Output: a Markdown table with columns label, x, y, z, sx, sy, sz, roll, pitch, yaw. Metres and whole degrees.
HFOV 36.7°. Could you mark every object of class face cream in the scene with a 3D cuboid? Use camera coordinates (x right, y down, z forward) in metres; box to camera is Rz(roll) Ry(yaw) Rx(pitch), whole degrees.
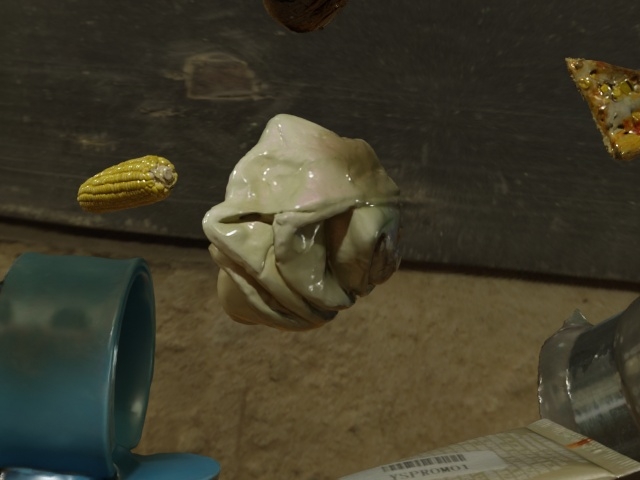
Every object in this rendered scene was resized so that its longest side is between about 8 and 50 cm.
| label | x | y | z | sx | sy | sz | roll | pitch | yaw |
| --- | --- | --- | --- | --- | --- | --- | --- | --- | --- |
| face cream | 0.044 | 0.198 | 0.677 | 0.341 | 0.137 | 0.084 | -18 | 97 | -14 |

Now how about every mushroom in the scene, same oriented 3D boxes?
| label | x | y | z | sx | sy | sz | roll | pitch | yaw |
| --- | --- | --- | --- | --- | --- | --- | --- | --- | --- |
| mushroom | -0.008 | -0.245 | 0.843 | 0.085 | 0.109 | 0.126 | 0 | 139 | 10 |

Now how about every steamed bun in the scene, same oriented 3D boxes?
| label | x | y | z | sx | sy | sz | roll | pitch | yaw |
| --- | --- | --- | --- | --- | --- | --- | --- | --- | --- |
| steamed bun | 0.000 | 0.000 | 1.253 | 0.207 | 0.268 | 0.280 | 18 | 59 | 23 |

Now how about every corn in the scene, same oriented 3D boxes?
| label | x | y | z | sx | sy | sz | roll | pitch | yaw |
| --- | --- | --- | --- | --- | --- | --- | --- | --- | --- |
| corn | -0.272 | -0.076 | 1.355 | 0.206 | 0.067 | 0.067 | -11 | 97 | 46 |

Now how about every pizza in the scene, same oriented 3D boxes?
| label | x | y | z | sx | sy | sz | roll | pitch | yaw |
| --- | --- | --- | --- | --- | --- | --- | --- | --- | --- |
| pizza | 0.430 | -0.215 | 1.380 | 0.184 | 0.036 | 0.176 | -40 | 85 | -27 |

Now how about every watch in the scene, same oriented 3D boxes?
| label | x | y | z | sx | sy | sz | roll | pitch | yaw |
| --- | --- | --- | --- | --- | --- | --- | --- | --- | --- |
| watch | -0.176 | 0.107 | 0.693 | 0.211 | 0.211 | 0.193 | 4 | 91 | 7 |

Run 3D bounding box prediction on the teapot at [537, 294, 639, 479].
| label | x | y | z | sx | sy | sz | roll | pitch | yaw |
| --- | --- | --- | --- | --- | --- | --- | --- | --- | --- |
| teapot | 0.412 | 0.161 | 0.917 | 0.361 | 0.305 | 0.376 | -39 | 56 | 42 |
